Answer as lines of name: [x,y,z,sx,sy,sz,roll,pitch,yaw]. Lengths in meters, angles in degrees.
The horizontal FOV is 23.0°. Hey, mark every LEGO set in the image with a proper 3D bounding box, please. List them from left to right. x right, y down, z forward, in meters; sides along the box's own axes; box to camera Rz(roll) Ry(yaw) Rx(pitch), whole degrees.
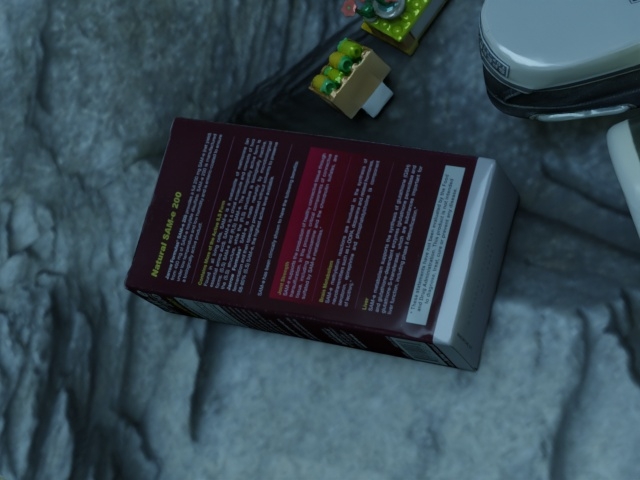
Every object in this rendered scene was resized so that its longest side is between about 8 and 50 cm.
LEGO set: [0.101,-0.200,1.073,0.287,0.107,0.132,-23,65,13]

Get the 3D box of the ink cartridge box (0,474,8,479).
ink cartridge box: [-0.215,0.311,0.905,0.197,0.198,0.270,27,119,27]

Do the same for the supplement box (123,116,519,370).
supplement box: [0.000,0.000,1.063,0.240,0.073,0.130,10,75,23]

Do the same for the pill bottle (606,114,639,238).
pill bottle: [0.288,-0.050,0.942,0.209,0.119,0.119,-21,66,14]

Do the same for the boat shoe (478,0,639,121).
boat shoe: [0.249,-0.141,1.003,0.301,0.102,0.108,-16,63,-1]
